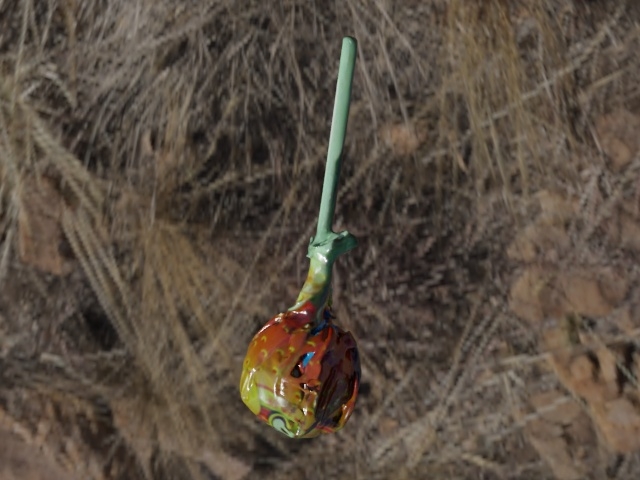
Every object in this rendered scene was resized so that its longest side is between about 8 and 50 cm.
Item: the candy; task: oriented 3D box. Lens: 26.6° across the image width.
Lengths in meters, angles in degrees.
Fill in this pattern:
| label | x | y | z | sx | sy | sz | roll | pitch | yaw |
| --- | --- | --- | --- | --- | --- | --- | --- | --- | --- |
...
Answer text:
| label | x | y | z | sx | sy | sz | roll | pitch | yaw |
| --- | --- | --- | --- | --- | --- | --- | --- | --- | --- |
| candy | 0.000 | 0.000 | 0.665 | 0.060 | 0.060 | 0.201 | 8 | 100 | -7 |
